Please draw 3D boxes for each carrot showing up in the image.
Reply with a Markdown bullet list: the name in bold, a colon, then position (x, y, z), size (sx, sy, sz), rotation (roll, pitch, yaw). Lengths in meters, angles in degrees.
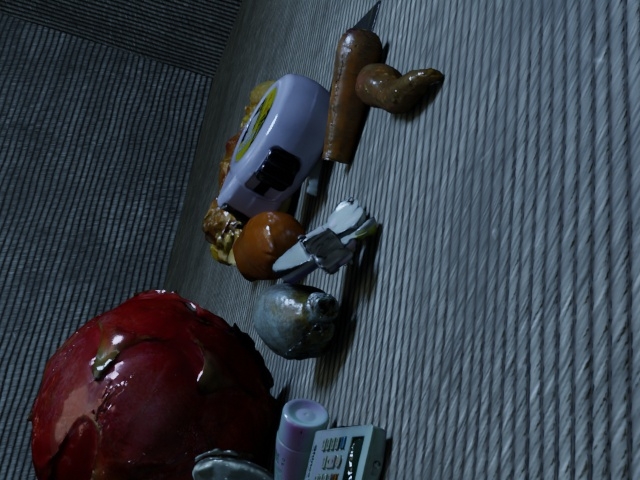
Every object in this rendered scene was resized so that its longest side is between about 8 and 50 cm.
- **carrot**: position (0.036, -0.171, 1.508), size (0.055, 0.055, 0.162), rotation (-123, 43, -77)

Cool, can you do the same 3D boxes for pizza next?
- **pizza**: position (-0.099, -0.088, 1.956), size (0.278, 0.114, 0.409), rotation (126, 161, -49)

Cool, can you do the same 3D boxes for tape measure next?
- **tape measure**: position (-0.046, -0.124, 1.686), size (0.178, 0.105, 0.196), rotation (-39, 25, 57)

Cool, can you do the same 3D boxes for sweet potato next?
- **sweet potato**: position (0.075, -0.155, 1.283), size (0.214, 0.050, 0.050), rotation (-144, 70, -75)

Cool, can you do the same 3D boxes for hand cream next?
- **hand cream**: position (-0.029, 0.237, 1.254), size (0.076, 0.047, 0.174), rotation (-93, 13, -60)

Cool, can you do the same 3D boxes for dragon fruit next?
- **dragon fruit**: position (-0.199, 0.219, 1.517), size (0.302, 0.295, 0.295), rotation (-66, 8, -13)

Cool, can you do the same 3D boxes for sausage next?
- **sausage**: position (-0.067, 0.010, 1.659), size (0.179, 0.089, 0.089), rotation (145, 140, -69)

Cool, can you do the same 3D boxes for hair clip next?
- **hair clip**: position (0.000, 0.001, 1.302), size (0.116, 0.049, 0.172), rotation (-29, 8, -2)

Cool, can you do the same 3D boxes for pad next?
- **pad**: position (0.038, -0.234, 1.714), size (0.211, 0.003, 0.143), rotation (156, 130, -77)

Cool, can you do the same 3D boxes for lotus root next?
- **lotus root**: position (-0.022, 0.084, 1.318), size (0.165, 0.088, 0.088), rotation (176, 110, -72)

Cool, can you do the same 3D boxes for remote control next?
- **remote control**: position (0.020, 0.191, 1.086), size (0.166, 0.029, 0.065), rotation (150, 137, -69)

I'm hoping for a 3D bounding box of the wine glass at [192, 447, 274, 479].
- **wine glass**: position (-0.107, 0.330, 1.309), size (0.111, 0.111, 0.204), rotation (120, 165, -52)
